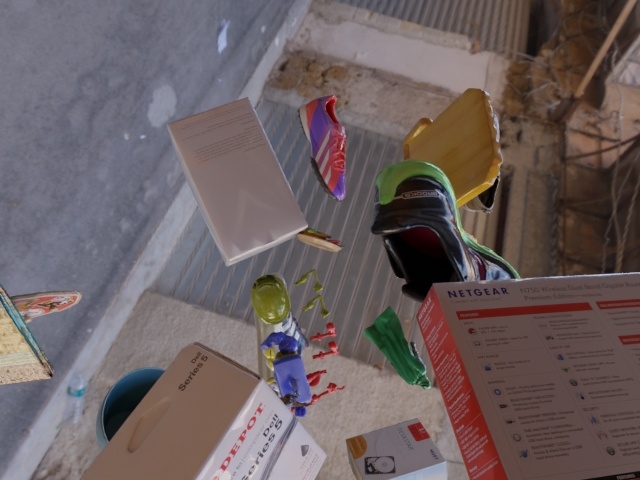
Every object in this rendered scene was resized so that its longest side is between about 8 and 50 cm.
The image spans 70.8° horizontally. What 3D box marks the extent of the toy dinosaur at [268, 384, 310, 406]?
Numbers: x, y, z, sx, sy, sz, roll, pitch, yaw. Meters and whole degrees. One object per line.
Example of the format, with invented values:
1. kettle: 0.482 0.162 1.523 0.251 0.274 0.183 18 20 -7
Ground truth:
1. toy dinosaur: -0.081 0.326 0.889 0.082 0.090 0.047 -34 -161 23

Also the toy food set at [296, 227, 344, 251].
1. toy food set: 0.000 0.000 0.766 0.020 0.083 0.082 -71 -163 -7

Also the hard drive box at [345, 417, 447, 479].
1. hard drive box: 0.210 0.623 1.272 0.181 0.232 0.089 -131 -148 -67

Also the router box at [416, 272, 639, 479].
1. router box: 0.322 0.185 0.534 0.082 0.336 0.301 100 -16 -48

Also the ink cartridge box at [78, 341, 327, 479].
1. ink cartridge box: -0.118 0.281 0.539 0.198 0.115 0.272 -55 144 -27

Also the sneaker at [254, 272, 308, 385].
1. sneaker: -0.108 0.265 1.367 0.148 0.131 0.349 -4 100 -40

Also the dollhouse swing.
1. dollhouse swing: 0.402 -0.172 1.225 0.305 0.315 0.346 -27 -130 41

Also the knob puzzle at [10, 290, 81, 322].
1. knob puzzle: -0.649 0.156 1.038 0.213 0.213 0.030 91 -17 -74

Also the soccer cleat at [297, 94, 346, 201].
1. soccer cleat: 0.030 -0.270 1.307 0.109 0.116 0.318 9 62 -64

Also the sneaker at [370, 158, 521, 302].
1. sneaker: 0.240 0.067 0.881 0.185 0.483 0.202 -17 -142 46

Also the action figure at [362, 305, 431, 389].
1. action figure: 0.226 0.312 1.245 0.064 0.232 0.137 -3 137 -42

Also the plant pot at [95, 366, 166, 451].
1. plant pot: -0.552 0.562 1.369 0.195 0.290 0.290 -39 -165 33

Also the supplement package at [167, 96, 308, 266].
1. supplement package: -0.178 -0.114 0.960 0.292 0.178 0.175 66 -16 1

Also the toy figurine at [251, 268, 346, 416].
1. toy figurine: -0.047 0.265 1.034 0.217 0.191 0.362 -115 -166 -79

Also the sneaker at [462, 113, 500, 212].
1. sneaker: 0.451 -0.207 1.215 0.115 0.105 0.281 -125 -151 -68

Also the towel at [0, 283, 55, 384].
1. towel: -0.739 0.163 0.906 0.040 0.272 0.370 -96 179 -56
